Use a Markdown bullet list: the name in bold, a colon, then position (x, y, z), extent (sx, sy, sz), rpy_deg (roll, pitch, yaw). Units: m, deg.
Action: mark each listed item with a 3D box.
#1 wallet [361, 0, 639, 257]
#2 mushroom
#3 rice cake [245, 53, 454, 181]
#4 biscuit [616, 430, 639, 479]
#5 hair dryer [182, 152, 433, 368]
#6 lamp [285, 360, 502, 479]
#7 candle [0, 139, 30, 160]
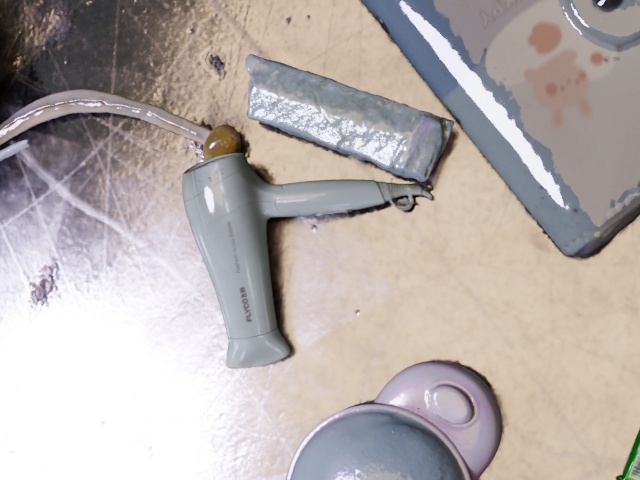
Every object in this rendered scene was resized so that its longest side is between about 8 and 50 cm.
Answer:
- **wallet**: position (0.223, -0.191, 1.429), extent (0.252, 0.083, 0.360), rpy_deg (-40, 83, 10)
- **mushroom**: position (-0.227, -0.112, 1.520), extent (0.306, 0.043, 0.068), rpy_deg (4, 68, 11)
- **rice cake**: position (0.022, -0.115, 1.463), extent (0.206, 0.063, 0.069), rpy_deg (18, 93, 11)
- **biscuit**: position (0.310, 0.195, 1.421), extent (0.046, 0.016, 0.089), rpy_deg (21, 90, 8)
- **hair dryer**: position (0.000, 0.000, 1.467), extent (0.237, 0.075, 0.206), rpy_deg (-15, 99, -3)
- **lamp**: position (0.068, 0.222, 1.414), extent (0.179, 0.108, 0.246), rpy_deg (38, 93, 5)
- **candle**: position (-0.456, -0.179, 1.466), extent (0.221, 0.221, 0.342), rpy_deg (-32, 83, 6)
